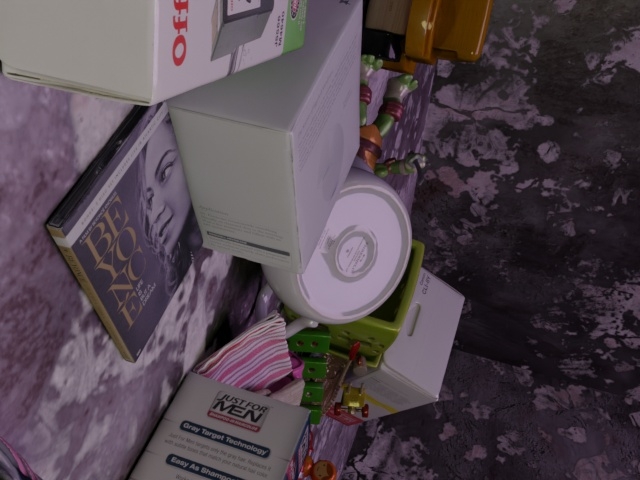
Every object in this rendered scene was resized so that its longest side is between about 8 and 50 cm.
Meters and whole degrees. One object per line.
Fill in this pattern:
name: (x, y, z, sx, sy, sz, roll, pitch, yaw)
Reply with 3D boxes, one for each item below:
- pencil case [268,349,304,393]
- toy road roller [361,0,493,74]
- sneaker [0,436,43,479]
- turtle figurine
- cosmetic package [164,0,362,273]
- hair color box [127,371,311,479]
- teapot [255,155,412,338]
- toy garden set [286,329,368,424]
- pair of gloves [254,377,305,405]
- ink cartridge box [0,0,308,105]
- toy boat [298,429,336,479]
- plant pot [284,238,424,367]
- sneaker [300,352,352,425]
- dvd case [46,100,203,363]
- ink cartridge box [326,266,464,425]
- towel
pencil case: (-0.092, 0.287, 1.107, 0.095, 0.098, 0.209, 39, -54, 53)
toy road roller: (0.222, -0.443, 1.303, 0.329, 0.240, 0.203, -33, 136, -72)
sneaker: (-0.200, 0.167, 0.356, 0.319, 0.131, 0.112, 75, 30, -53)
turtle figurine: (0.110, -0.212, 1.188, 0.275, 0.197, 0.266, 75, 28, -73)
cosmetic package: (-0.049, -0.126, 0.719, 0.225, 0.138, 0.224, 90, 19, -52)
hair color box: (-0.147, 0.338, 0.726, 0.105, 0.173, 0.347, 91, 19, -47)
teapot: (0.000, 0.000, 0.983, 0.256, 0.187, 0.253, -27, 118, -25)
toy garden set: (0.002, 0.260, 1.244, 0.049, 0.203, 0.244, -90, -175, -55)
pair of gloves: (-0.111, 0.339, 0.991, 0.204, 0.042, 0.240, -1, 115, -56)
ink cartridge box: (-0.096, -0.226, 0.456, 0.273, 0.114, 0.198, -53, 154, -60)
toy boat: (-0.036, 0.509, 1.438, 0.231, 0.151, 0.151, 51, 55, -75)
plant pot: (0.059, 0.112, 1.277, 0.207, 0.228, 0.227, 101, 10, -51)
sneaker: (-0.007, 0.286, 1.442, 0.282, 0.099, 0.153, -57, -165, 2)
dvd case: (-0.169, -0.005, 0.608, 0.221, 0.018, 0.164, 87, 21, -52)
ink cartridge box: (0.141, 0.261, 1.524, 0.384, 0.160, 0.279, -39, -157, 54)
towel: (-0.104, 0.193, 0.931, 0.144, 0.029, 0.197, -34, 149, -20)
